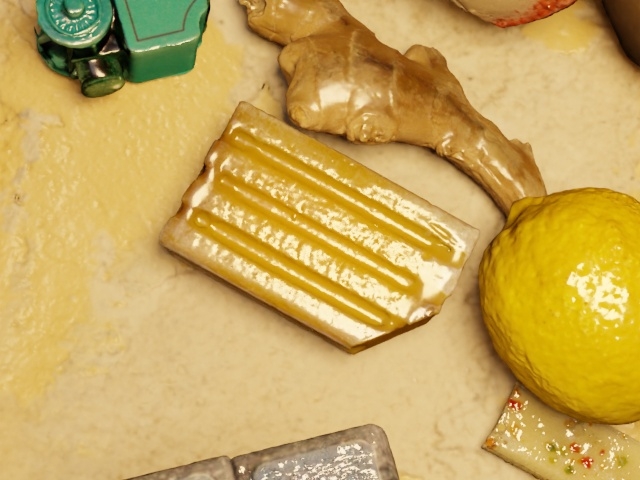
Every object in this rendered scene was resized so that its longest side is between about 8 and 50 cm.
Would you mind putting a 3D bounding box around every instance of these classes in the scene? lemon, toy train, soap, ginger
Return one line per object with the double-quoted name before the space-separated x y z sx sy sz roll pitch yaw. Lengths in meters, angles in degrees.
"lemon" 0.220 0.051 0.909 0.180 0.180 0.193 -19 99 -6
"toy train" -0.176 -0.225 0.973 0.154 0.107 0.198 -13 82 -13
"soap" 0.000 0.000 0.958 0.232 0.073 0.140 29 82 2
"ginger" 0.063 -0.118 0.977 0.333 0.081 0.148 30 39 -5

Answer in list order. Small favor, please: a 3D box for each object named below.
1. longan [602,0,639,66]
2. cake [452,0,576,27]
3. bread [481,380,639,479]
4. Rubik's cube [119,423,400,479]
"longan" 0.323 -0.237 0.958 0.198 0.198 0.212 8 82 -2
"cake" 0.181 -0.326 0.914 0.158 0.159 0.262 28 73 -33
"bread" 0.217 0.180 0.963 0.153 0.028 0.068 29 79 0
"Rubik's cube" -0.065 0.325 0.756 0.305 0.304 0.301 -11 65 -6
